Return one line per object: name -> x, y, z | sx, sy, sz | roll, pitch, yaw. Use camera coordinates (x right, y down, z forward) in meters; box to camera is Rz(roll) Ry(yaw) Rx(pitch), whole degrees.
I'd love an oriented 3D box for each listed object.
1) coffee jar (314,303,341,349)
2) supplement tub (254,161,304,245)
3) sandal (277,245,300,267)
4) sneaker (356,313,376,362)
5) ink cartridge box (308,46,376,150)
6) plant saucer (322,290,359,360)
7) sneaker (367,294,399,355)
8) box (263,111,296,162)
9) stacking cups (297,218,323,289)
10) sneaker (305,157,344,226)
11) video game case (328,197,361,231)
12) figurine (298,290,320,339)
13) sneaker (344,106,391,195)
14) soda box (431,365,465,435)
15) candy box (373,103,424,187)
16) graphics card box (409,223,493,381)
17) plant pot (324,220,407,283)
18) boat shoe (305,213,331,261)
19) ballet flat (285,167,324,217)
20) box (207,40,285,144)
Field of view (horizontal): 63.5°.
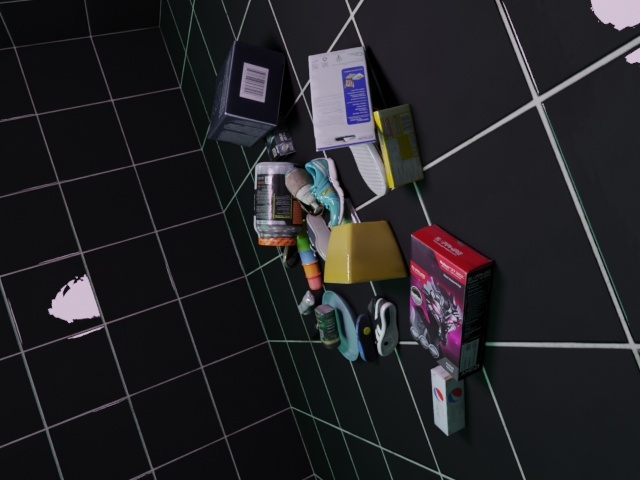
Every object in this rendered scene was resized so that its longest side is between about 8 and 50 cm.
coffee jar -> 0.033, 0.377, 2.250 | 0.096, 0.079, 0.185 | 23, 129, 62
supplement tub -> -0.174, -0.150, 2.160 | 0.207, 0.207, 0.338 | -174, 86, -67
sandal -> -0.151, 0.008, 2.365 | 0.120, 0.086, 0.303 | 57, -159, -43
sneaker -> 0.169, 0.382, 2.055 | 0.082, 0.069, 0.210 | -149, 45, -65
ink cartridge box -> 0.059, -0.379, 1.427 | 0.065, 0.165, 0.333 | 70, -165, -64
plant saucer -> 0.099, 0.363, 2.243 | 0.317, 0.043, 0.318 | 49, 148, 44
sneaker -> 0.221, 0.297, 1.861 | 0.121, 0.079, 0.217 | -138, 44, -58
box -> -0.187, -0.441, 2.243 | 0.147, 0.077, 0.180 | -18, 91, 68
stacking cups -> -0.050, 0.065, 2.319 | 0.096, 0.096, 0.316 | 11, 121, 66
sneaker -> 0.016, -0.171, 1.882 | 0.107, 0.109, 0.275 | 121, 136, -64
video game case -> 0.107, -0.021, 1.937 | 0.206, 0.026, 0.227 | 66, 158, 15
figurine -> -0.032, 0.348, 2.443 | 0.209, 0.092, 0.215 | 108, 140, -71
sneaker -> 0.151, -0.284, 1.478 | 0.321, 0.127, 0.126 | 64, 160, 16
soda box -> 0.392, 0.483, 1.582 | 0.069, 0.073, 0.216 | 33, 137, 58
candy box -> 0.212, -0.253, 1.386 | 0.027, 0.105, 0.206 | 14, 119, 66
graphics card box -> 0.346, 0.171, 1.420 | 0.233, 0.094, 0.371 | 43, 145, 51
plant pot -> 0.137, 0.036, 1.694 | 0.212, 0.212, 0.187 | 172, 94, -68
boat shoe -> 0.000, 0.000, 2.120 | 0.255, 0.095, 0.079 | 60, 154, 31
ballet flat -> -0.045, -0.175, 1.996 | 0.106, 0.107, 0.316 | 54, -178, 23
box -> -0.312, -0.580, 2.122 | 0.395, 0.211, 0.294 | 173, 104, -68
